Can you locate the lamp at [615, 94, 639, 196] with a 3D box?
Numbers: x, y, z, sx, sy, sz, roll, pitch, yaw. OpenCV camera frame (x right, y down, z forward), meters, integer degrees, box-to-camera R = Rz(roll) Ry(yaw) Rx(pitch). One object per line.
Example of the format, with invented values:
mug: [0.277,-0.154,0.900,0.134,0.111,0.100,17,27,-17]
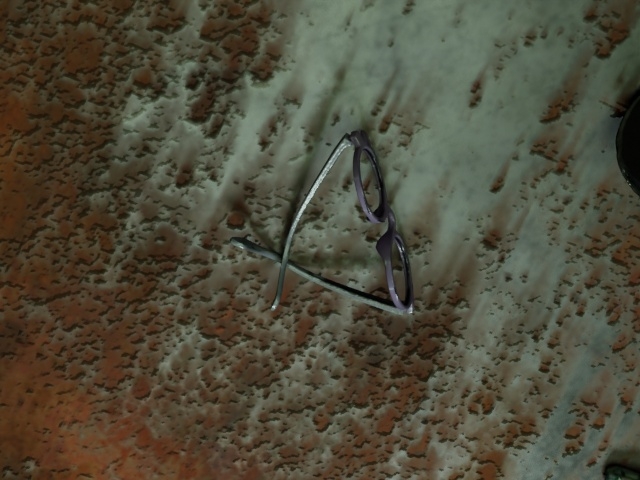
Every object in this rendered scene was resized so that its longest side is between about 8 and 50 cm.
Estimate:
lamp: [0.354,0.033,1.089,0.130,0.108,0.371,-39,114,5]

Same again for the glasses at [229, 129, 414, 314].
glasses: [0.000,0.000,1.052,0.104,0.062,0.140,-12,116,18]

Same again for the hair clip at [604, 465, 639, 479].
hair clip: [0.313,0.238,1.203,0.229,0.036,0.066,32,93,-19]
